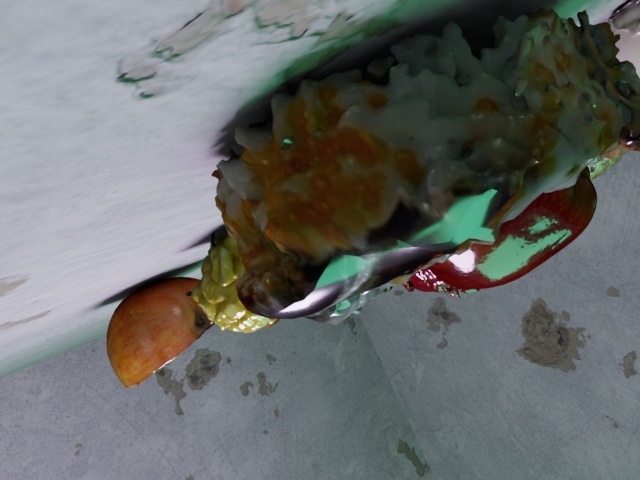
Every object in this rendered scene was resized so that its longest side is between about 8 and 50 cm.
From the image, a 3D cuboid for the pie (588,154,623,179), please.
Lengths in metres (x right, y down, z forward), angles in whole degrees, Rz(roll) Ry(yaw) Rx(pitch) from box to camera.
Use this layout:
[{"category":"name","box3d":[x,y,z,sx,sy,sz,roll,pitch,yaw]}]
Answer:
[{"category":"pie","box3d":[0.603,-0.182,1.320,0.247,0.090,0.201,-23,-176,39]}]

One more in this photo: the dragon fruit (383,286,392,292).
[{"category":"dragon fruit","box3d":[0.137,0.007,1.685,0.290,0.250,0.269,7,167,11]}]

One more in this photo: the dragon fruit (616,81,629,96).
[{"category":"dragon fruit","box3d":[0.570,-0.285,0.941,0.235,0.137,0.135,-26,149,-5]}]

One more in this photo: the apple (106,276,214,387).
[{"category":"apple","box3d":[-0.352,0.170,1.236,0.251,0.163,0.293,-35,-173,27]}]

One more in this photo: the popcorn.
[{"category":"popcorn","box3d":[-0.123,0.050,0.964,0.169,0.218,0.189,22,139,-17]}]

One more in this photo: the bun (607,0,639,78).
[{"category":"bun","box3d":[0.427,-0.241,0.641,0.172,0.120,0.173,-26,180,0]}]

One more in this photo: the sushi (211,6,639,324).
[{"category":"sushi","box3d":[0.097,-0.064,0.547,0.417,0.176,0.417,-30,173,-4]}]

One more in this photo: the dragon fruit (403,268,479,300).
[{"category":"dragon fruit","box3d":[0.261,-0.036,1.253,0.329,0.329,0.329,-25,178,-1]}]

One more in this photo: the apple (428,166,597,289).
[{"category":"apple","box3d":[0.289,-0.072,0.953,0.316,0.288,0.288,-27,177,27]}]
